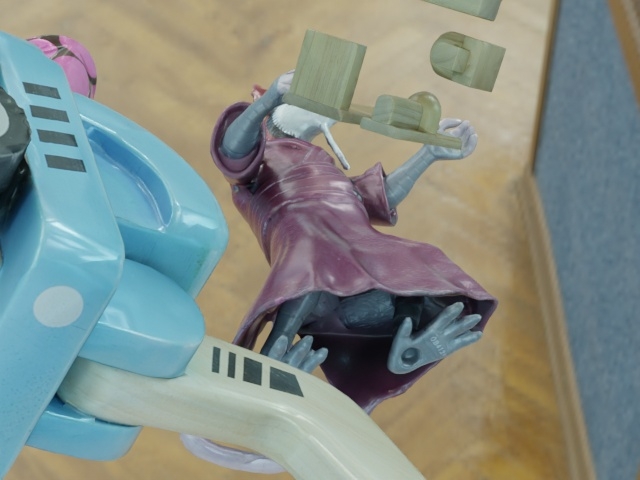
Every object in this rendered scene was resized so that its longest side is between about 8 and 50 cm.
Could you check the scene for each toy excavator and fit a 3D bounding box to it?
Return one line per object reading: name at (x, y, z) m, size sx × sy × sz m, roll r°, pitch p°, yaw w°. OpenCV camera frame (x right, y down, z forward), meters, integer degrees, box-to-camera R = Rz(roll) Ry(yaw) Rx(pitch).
toy excavator at (-0.109, 0.057, 0.932) m, size 0.445 × 0.222 × 0.433 m, roll 17°, pitch 26°, yaw -31°

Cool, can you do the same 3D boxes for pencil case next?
pencil case at (-0.260, -0.096, 1.372) m, size 0.098 × 0.095 × 0.209 m, roll 7°, pitch 34°, yaw 0°

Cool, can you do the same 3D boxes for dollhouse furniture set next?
dollhouse furniture set at (0.082, -0.150, 1.175) m, size 0.144 × 0.151 × 0.123 m, roll 23°, pitch 11°, yaw 34°

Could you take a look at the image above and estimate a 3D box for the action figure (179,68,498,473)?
action figure at (0.000, 0.000, 1.373) m, size 0.248 × 0.276 × 0.370 m, roll 21°, pitch 25°, yaw -32°
